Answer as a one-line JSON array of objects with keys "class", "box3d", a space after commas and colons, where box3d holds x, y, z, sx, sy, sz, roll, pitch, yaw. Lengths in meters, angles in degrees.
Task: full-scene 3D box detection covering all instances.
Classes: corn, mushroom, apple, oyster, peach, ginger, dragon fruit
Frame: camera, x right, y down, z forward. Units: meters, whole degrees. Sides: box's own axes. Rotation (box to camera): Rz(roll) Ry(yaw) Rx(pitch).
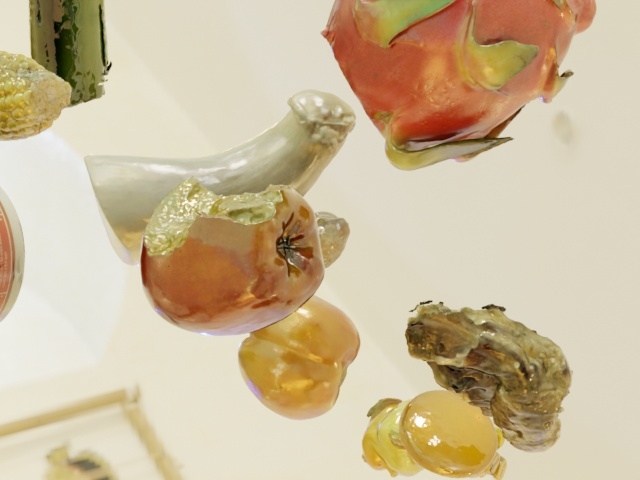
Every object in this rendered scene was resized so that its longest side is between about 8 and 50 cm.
[{"class": "corn", "box3d": [-0.451, -0.180, 1.861, 0.347, 0.130, 0.130, 3, -74, 37]}, {"class": "mushroom", "box3d": [-0.129, -0.093, 2.156, 0.126, 0.397, 0.177, -136, -151, -78]}, {"class": "apple", "box3d": [-0.079, 0.019, 1.390, 0.158, 0.156, 0.147, 10, -79, 42]}, {"class": "oyster", "box3d": [0.218, 0.180, 1.899, 0.166, 0.294, 0.094, -43, -151, 37]}, {"class": "peach", "box3d": [-0.027, 0.127, 1.656, 0.138, 0.138, 0.138, 38, -46, 53]}, {"class": "ginger", "box3d": [0.000, 0.000, 2.221, 0.080, 0.104, 0.204, 59, 4, -2]}, {"class": "dragon fruit", "box3d": [0.125, -0.187, 1.331, 0.227, 0.224, 0.224, -25, -104, 24]}]

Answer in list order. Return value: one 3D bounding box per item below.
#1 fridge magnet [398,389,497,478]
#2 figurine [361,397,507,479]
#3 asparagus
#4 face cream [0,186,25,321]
[{"class": "fridge magnet", "box3d": [0.176, 0.270, 2.056, 0.143, 0.143, 0.063, 60, -31, 33]}, {"class": "figurine", "box3d": [0.173, 0.320, 2.333, 0.246, 0.156, 0.131, 12, -107, 28]}, {"class": "asparagus", "box3d": [-0.379, -0.387, 2.217, 0.108, 0.128, 0.382, -68, 159, -77]}, {"class": "face cream", "box3d": [-0.467, 0.019, 1.693, 0.201, 0.187, 0.201, 5, -82, 36]}]
